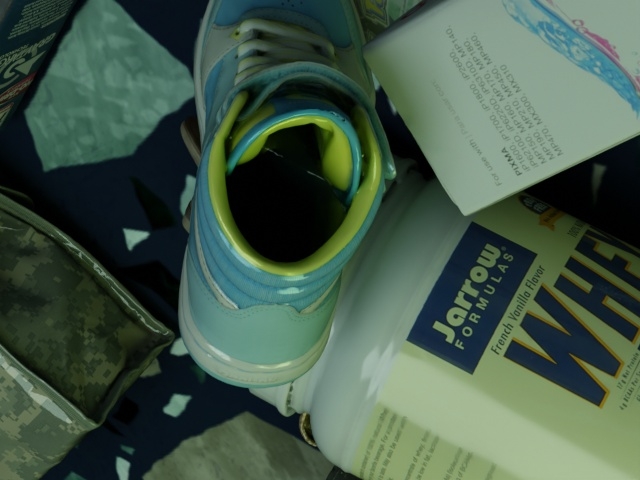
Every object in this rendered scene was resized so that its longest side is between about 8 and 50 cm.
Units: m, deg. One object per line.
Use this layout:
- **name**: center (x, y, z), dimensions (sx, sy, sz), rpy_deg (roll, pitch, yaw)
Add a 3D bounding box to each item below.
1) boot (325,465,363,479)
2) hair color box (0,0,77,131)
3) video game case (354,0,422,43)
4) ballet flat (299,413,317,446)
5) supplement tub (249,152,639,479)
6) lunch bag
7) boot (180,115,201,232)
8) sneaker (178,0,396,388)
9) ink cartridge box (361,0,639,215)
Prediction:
- **boot**: center (0.103, 0.337, 1.572), dimensions (0.222, 0.118, 0.338), rpy_deg (17, 132, 18)
- **hair color box**: center (-0.279, -0.228, 1.430), dimensions (0.174, 0.105, 0.347), rpy_deg (46, 135, 7)
- **video game case**: center (0.020, -0.224, 1.210), dimensions (0.183, 0.023, 0.201), rpy_deg (53, 158, 25)
- **ballet flat**: center (0.057, 0.123, 1.481), dimensions (0.073, 0.067, 0.206), rpy_deg (51, 133, -5)
- **supplement tub**: center (0.138, 0.093, 1.275), dimensions (0.325, 0.235, 0.235), rpy_deg (27, 132, 9)
- **lunch bag**: center (-0.316, 0.075, 1.631), dimensions (0.287, 0.169, 0.235), rpy_deg (43, 134, -5)
- **boot**: center (-0.087, -0.036, 1.487), dimensions (0.118, 0.042, 0.087), rpy_deg (47, 136, -2)
- **sneaker**: center (-0.013, -0.088, 1.119), dimensions (0.127, 0.319, 0.208), rpy_deg (5, 156, -8)
- **ink cartridge box**: center (0.207, -0.159, 1.076), dimensions (0.306, 0.226, 0.131), rpy_deg (-24, 101, 42)
